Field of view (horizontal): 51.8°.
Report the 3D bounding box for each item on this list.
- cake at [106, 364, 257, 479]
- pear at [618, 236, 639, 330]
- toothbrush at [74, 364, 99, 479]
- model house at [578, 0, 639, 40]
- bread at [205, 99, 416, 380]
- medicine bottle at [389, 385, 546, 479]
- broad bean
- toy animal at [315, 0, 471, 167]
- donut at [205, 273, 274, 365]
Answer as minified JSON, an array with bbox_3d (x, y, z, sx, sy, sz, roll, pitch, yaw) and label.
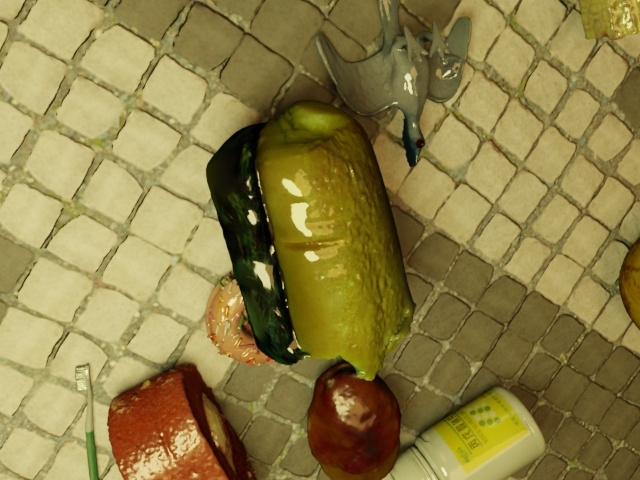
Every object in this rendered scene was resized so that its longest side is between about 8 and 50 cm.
[{"bbox_3d":[-0.196,0.332,0.987,0.151,0.177,0.283,-26,111,-9],"label":"cake"},{"bbox_3d":[0.677,0.085,1.146,0.281,0.281,0.280,-5,107,-16],"label":"pear"},{"bbox_3d":[-0.354,0.309,1.015,0.024,0.018,0.257,-5,107,-13],"label":"toothbrush"},{"bbox_3d":[0.480,-0.422,0.988,0.254,0.160,0.196,-23,111,-8],"label":"model house"},{"bbox_3d":[0.000,0.000,0.912,0.251,0.208,0.376,-39,120,-50],"label":"bread"},{"bbox_3d":[0.252,0.379,1.162,0.258,0.143,0.143,-31,113,-7],"label":"medicine bottle"},{"bbox_3d":[0.055,0.312,1.091,0.156,0.122,0.228,-10,105,-17],"label":"broad bean"},{"bbox_3d":[0.116,-0.246,0.970,0.239,0.176,0.255,-9,74,-18],"label":"toy animal"},{"bbox_3d":[-0.116,0.138,1.015,0.117,0.065,0.166,-47,112,-1],"label":"donut"}]
